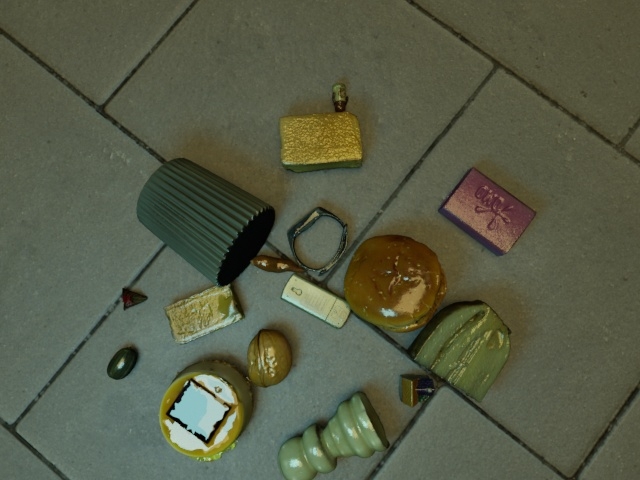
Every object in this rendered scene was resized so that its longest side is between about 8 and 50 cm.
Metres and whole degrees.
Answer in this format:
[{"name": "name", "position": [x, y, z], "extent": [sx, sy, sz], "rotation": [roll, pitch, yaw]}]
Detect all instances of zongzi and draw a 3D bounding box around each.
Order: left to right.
[{"name": "zongzi", "position": [-0.633, 0.203, 1.384], "extent": [0.083, 0.067, 0.074], "rotation": [16, 96, 21]}]

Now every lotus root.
[{"name": "lotus root", "position": [0.428, 0.303, 1.287], "extent": [0.267, 0.149, 0.260], "rotation": [34, 87, -12]}]

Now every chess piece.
[{"name": "chess piece", "position": [0.025, 0.621, 1.275], "extent": [0.330, 0.182, 0.182], "rotation": [-31, 84, 4]}]

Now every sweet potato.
[{"name": "sweet potato", "position": [-0.136, 0.082, 1.381], "extent": [0.194, 0.056, 0.057], "rotation": [8, 84, -9]}]

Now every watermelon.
[{"name": "watermelon", "position": [-0.636, 0.395, 1.341], "extent": [0.078, 0.078, 0.111], "rotation": [33, 83, 4]}]

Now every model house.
[{"name": "model house", "position": [0.304, 0.473, 1.308], "extent": [0.100, 0.100, 0.088], "rotation": [1, 84, 0]}]

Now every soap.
[{"name": "soap", "position": [-0.377, 0.238, 1.357], "extent": [0.233, 0.076, 0.135], "rotation": [-22, 83, -1]}, {"name": "soap", "position": [0.545, -0.096, 1.377], "extent": [0.259, 0.081, 0.181], "rotation": [39, 86, 5]}]

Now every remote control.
[{"name": "remote control", "position": [-0.013, 0.201, 1.374], "extent": [0.233, 0.038, 0.098], "rotation": [27, 84, 4]}]

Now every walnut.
[{"name": "walnut", "position": [-0.160, 0.365, 1.309], "extent": [0.144, 0.144, 0.180], "rotation": [-10, 79, 0]}]

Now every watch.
[{"name": "watch", "position": [0.000, 0.000, 1.384], "extent": [0.206, 0.068, 0.193], "rotation": [-38, 88, 0]}]

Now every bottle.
[{"name": "bottle", "position": [0.069, -0.489, 1.444], "extent": [0.063, 0.047, 0.101], "rotation": [-3, 85, -10]}]

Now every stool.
[{"name": "stool", "position": [-0.355, -0.066, 1.293], "extent": [0.330, 0.297, 0.297], "rotation": [33, 85, 9]}]

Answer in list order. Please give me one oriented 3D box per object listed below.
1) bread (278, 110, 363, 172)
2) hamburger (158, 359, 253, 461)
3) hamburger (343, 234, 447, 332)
[{"name": "bread", "position": [-0.001, -0.327, 1.397], "extent": [0.274, 0.114, 0.185], "rotation": [-4, 80, -1]}, {"name": "hamburger", "position": [-0.349, 0.513, 1.277], "extent": [0.275, 0.179, 0.294], "rotation": [31, 82, 1]}, {"name": "hamburger", "position": [0.220, 0.125, 1.291], "extent": [0.314, 0.170, 0.290], "rotation": [15, 74, 31]}]
